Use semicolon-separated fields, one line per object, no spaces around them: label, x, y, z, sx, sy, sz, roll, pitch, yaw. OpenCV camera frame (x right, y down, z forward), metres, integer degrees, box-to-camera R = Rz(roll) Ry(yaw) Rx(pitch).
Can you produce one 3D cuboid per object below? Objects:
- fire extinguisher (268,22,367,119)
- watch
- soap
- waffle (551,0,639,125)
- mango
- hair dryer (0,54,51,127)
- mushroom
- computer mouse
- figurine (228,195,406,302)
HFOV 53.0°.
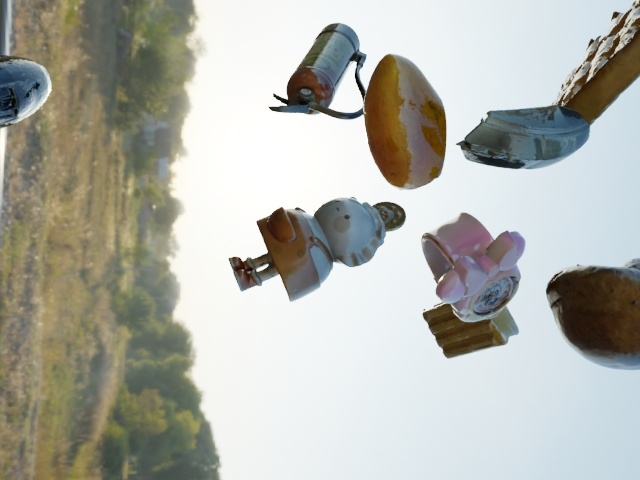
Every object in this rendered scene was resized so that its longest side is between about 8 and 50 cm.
fire extinguisher;0.027;-0.390;1.516;0.376;0.200;0.113;-65;152;-45
watch;0.303;0.044;1.381;0.217;0.211;0.248;53;-10;41
soap;0.431;0.239;1.879;0.173;0.089;0.274;62;-31;4
waffle;0.533;-0.330;1.176;0.304;0.078;0.348;-53;177;-35
mango;0.154;-0.215;1.171;0.126;0.154;0.252;-151;-135;-66
hair dryer;-0.644;-0.242;1.009;0.303;0.360;0.120;-50;151;-54
mushroom;0.547;0.129;1.129;0.263;0.283;0.195;-3;-89;52
computer mouse;0.350;-0.166;1.101;0.126;0.231;0.071;98;-12;-63
figurine;-0.001;0.007;0.959;0.143;0.272;0.143;169;-90;-72
